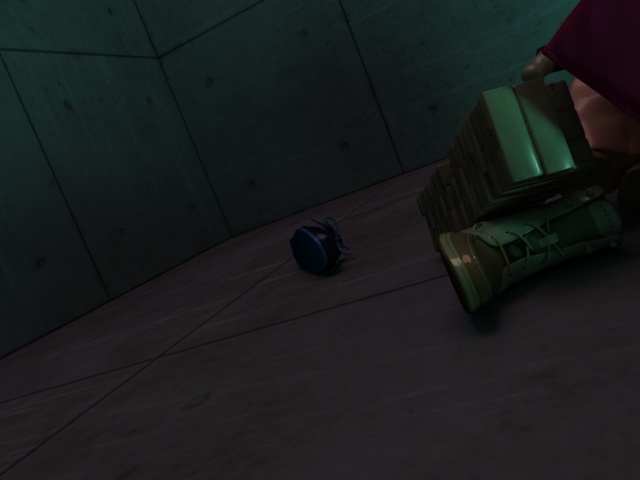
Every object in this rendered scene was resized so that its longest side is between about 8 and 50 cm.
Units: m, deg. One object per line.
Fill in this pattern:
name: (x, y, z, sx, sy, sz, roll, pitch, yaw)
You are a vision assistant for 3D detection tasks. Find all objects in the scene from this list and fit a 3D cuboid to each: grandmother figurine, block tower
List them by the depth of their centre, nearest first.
block tower: (0.195, -0.065, 0.680, 0.090, 0.097, 0.335, -14, -10, -4)
grandmother figurine: (0.360, -0.199, 0.737, 0.104, 0.207, 0.343, 102, -173, -58)

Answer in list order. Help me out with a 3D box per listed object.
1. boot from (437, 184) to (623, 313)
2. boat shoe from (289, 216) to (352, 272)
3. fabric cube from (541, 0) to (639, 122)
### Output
boot: (0.208, 0.003, 0.574, 0.165, 0.077, 0.213, -19, 0, 19)
boat shoe: (0.000, 0.000, 1.140, 0.088, 0.109, 0.258, -20, 8, -12)
fabric cube: (0.391, -0.210, 0.495, 0.254, 0.259, 0.258, -37, -16, -53)
